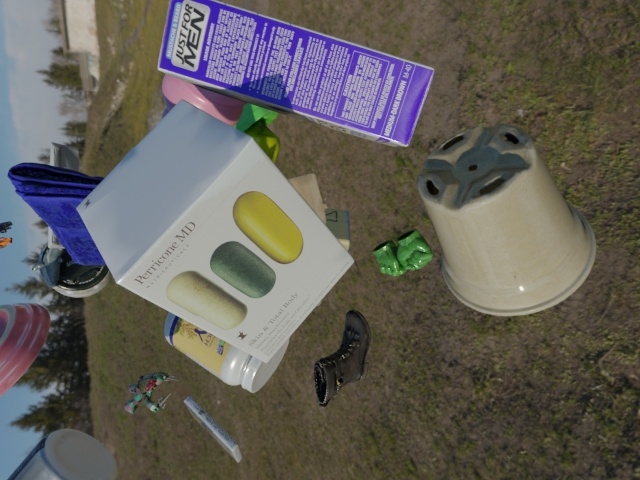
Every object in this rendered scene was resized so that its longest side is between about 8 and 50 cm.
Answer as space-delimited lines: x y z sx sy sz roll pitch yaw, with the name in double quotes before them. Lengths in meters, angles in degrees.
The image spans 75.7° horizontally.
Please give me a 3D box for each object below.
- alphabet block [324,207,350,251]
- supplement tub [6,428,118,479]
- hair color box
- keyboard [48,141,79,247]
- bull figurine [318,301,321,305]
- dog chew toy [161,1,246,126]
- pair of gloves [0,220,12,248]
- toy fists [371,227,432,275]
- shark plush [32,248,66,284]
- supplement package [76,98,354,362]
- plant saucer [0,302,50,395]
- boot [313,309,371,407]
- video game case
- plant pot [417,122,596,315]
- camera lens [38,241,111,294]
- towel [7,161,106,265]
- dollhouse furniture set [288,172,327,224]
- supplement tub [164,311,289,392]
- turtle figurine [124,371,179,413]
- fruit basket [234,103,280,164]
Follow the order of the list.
"alphabet block" 0.000 0.000 1.568 0.193 0.196 0.194 -86 5 -49
"supplement tub" -0.619 0.598 0.890 0.316 0.193 0.193 -52 29 -8
"hair color box" -0.028 -0.232 0.595 0.185 0.338 0.110 -70 -1 -77
"keyboard" -0.635 -0.109 1.022 0.014 0.072 0.257 0 88 20
"bull figurine" -0.089 0.246 2.212 0.101 0.310 0.189 17 94 47
"dog chew toy" -0.247 -0.331 0.899 0.332 0.206 0.207 -46 53 36
"pair of gloves" -0.971 -0.017 1.262 0.010 0.074 0.084 37 -138 -68
"toy fists" 0.318 0.062 1.609 0.142 0.096 0.279 52 145 -6
"shark plush" -0.809 0.054 1.278 0.067 0.073 0.161 24 78 21
"supplement package" -0.128 -0.006 0.556 0.198 0.199 0.263 36 171 42
"plant saucer" -0.912 0.302 1.126 0.332 0.331 0.084 51 172 47
"boot" 0.063 0.364 1.297 0.091 0.228 0.264 -3 90 39
"video game case" -0.225 0.403 0.875 0.143 0.019 0.157 36 148 18
"plant pot" 0.367 -0.061 0.870 0.305 0.334 0.334 47 177 -38
"camera lens" -0.858 0.089 1.467 0.274 0.219 0.220 -22 76 61
"towel" -0.407 -0.024 0.786 0.308 0.227 0.077 113 161 -64
"dollhouse furniture set" -0.168 -0.021 1.176 0.362 0.393 0.257 -114 9 -81
"supplement tub" -0.289 0.296 1.291 0.331 0.241 0.241 27 127 17
"turtle figurine" -0.643 0.558 1.561 0.234 0.118 0.175 -31 23 23
"fruit basket" -0.246 -0.447 1.648 0.391 0.283 0.393 28 141 26
